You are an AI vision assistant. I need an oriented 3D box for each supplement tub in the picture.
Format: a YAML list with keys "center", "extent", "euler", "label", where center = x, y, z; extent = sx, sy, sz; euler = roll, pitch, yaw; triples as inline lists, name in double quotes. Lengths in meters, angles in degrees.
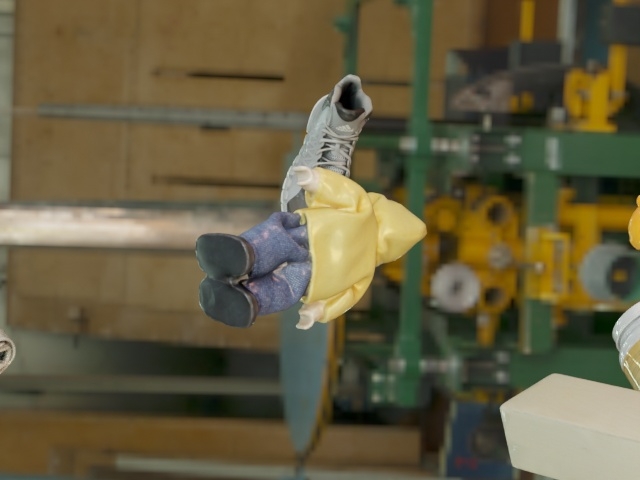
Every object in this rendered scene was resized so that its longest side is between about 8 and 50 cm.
- center: [0.518, 0.188, 2.409]
  extent: [0.144, 0.144, 0.199]
  euler: [101, 151, -48]
  label: "supplement tub"

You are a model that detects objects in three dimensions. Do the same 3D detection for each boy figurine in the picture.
- center: [0.000, 0.000, 1.798]
  extent: [0.092, 0.285, 0.177]
  euler: [10, 113, 43]
  label: "boy figurine"

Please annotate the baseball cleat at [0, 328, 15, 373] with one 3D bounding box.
- center: [-0.348, 0.087, 1.678]
  extent: [0.206, 0.109, 0.072]
  euler: [-72, -10, -53]
  label: "baseball cleat"

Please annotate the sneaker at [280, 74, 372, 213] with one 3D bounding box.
- center: [0.011, -0.109, 2.088]
  extent: [0.132, 0.086, 0.228]
  euler: [121, 161, -62]
  label: "sneaker"

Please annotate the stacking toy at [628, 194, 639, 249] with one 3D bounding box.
- center: [0.428, -0.076, 1.604]
  extent: [0.175, 0.302, 0.166]
  euler: [57, -170, -3]
  label: "stacking toy"

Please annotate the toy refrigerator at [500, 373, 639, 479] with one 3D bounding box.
- center: [0.346, 0.236, 1.949]
  extent: [0.269, 0.102, 0.094]
  euler: [8, 117, 50]
  label: "toy refrigerator"
